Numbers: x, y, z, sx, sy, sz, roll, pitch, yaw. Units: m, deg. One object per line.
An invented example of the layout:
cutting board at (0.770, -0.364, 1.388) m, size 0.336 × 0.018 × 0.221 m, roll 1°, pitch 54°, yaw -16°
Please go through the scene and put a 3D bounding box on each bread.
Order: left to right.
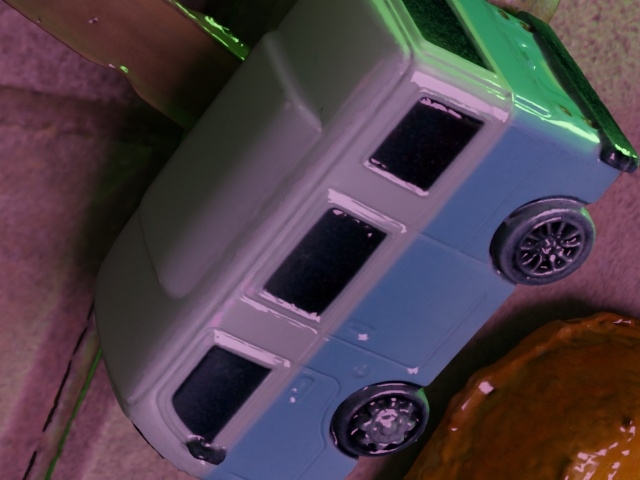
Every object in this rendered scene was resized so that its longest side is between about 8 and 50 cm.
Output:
bread at (0.175, 0.166, 1.134) m, size 0.268 × 0.146 × 0.268 m, roll -17°, pitch 125°, yaw -27°

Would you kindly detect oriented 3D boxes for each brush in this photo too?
brush at (-0.080, -0.100, 0.832) m, size 0.054 × 0.048 × 0.282 m, roll -44°, pitch 134°, yaw 12°

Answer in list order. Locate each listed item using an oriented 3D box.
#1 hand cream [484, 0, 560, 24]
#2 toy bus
hand cream at (0.041, -0.174, 0.857) m, size 0.084 × 0.084 × 0.203 m, roll -46°, pitch 128°, yaw 0°
toy bus at (0.000, 0.000, 0.839) m, size 0.165 × 0.133 × 0.271 m, roll 23°, pitch 118°, yaw -33°
